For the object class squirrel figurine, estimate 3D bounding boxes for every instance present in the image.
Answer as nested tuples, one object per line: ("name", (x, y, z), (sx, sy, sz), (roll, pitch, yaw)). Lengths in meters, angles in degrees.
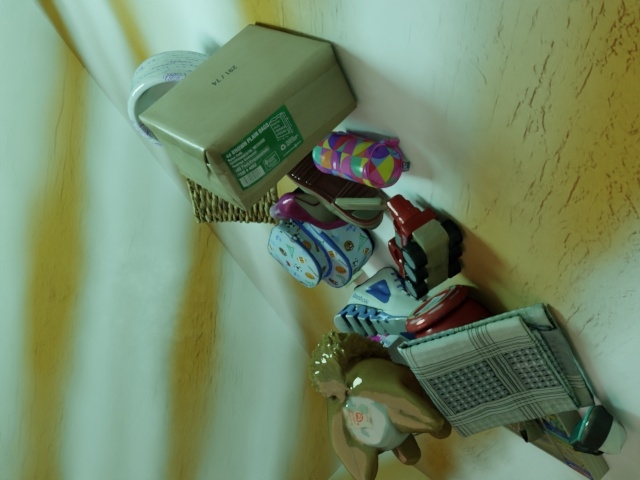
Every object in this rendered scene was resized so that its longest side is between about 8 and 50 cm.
("squirrel figurine", (0.162, 0.353, 2.062), (0.397, 0.281, 0.370), (44, -153, 18))

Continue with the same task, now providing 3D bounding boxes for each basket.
("basket", (-0.202, -0.201, 2.024), (0.223, 0.213, 0.299), (1, 141, 5))

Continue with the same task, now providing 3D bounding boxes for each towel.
("towel", (0.371, 0.283, 1.724), (0.312, 0.324, 0.056), (55, -153, -28))

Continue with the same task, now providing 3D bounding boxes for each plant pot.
("plant pot", (0.300, 0.205, 1.862), (0.174, 0.191, 0.191), (55, 165, -3))

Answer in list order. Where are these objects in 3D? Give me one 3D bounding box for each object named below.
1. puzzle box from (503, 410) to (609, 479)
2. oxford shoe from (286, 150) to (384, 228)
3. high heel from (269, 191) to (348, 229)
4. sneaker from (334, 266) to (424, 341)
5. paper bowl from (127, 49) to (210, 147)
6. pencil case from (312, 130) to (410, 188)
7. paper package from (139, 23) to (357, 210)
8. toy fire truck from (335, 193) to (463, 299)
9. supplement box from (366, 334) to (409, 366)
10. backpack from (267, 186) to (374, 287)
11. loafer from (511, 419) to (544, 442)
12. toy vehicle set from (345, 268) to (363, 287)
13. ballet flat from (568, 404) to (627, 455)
("puzzle box", (0.512, 0.425, 2.094), (0.272, 0.052, 0.409), (55, 164, -28))
("oxford shoe", (0.004, -0.140, 1.940), (0.348, 0.123, 0.130), (45, 171, 16))
("high heel", (0.007, -0.080, 1.985), (0.244, 0.082, 0.117), (7, 163, -28))
("sneaker", (0.201, 0.156, 2.148), (0.316, 0.182, 0.127), (3, 145, 27))
("paper bowl", (-0.338, -0.364, 2.109), (0.284, 0.284, 0.148), (67, -163, -52))
("pencil case", (0.077, -0.170, 1.702), (0.236, 0.104, 0.104), (21, 150, 57))
("paper package", (-0.141, -0.256, 1.644), (0.309, 0.325, 0.168), (29, 157, 49))
("toy fire truck", (0.167, -0.015, 1.780), (0.246, 0.159, 0.217), (54, 170, 27))
("supplement box", (0.197, 0.296, 2.320), (0.111, 0.220, 0.114), (27, 155, 53))
("backpack", (0.000, 0.000, 2.176), (0.263, 0.213, 0.276), (35, 161, 7))
("loafer", (0.478, 0.426, 1.986), (0.148, 0.050, 0.056), (51, 165, -10))
("toy vehicle set", (0.013, 0.023, 2.502), (0.267, 0.035, 0.166), (47, 165, 3))
("ballet flat", (0.590, 0.406, 1.755), (0.096, 0.095, 0.280), (23, 169, 18))
